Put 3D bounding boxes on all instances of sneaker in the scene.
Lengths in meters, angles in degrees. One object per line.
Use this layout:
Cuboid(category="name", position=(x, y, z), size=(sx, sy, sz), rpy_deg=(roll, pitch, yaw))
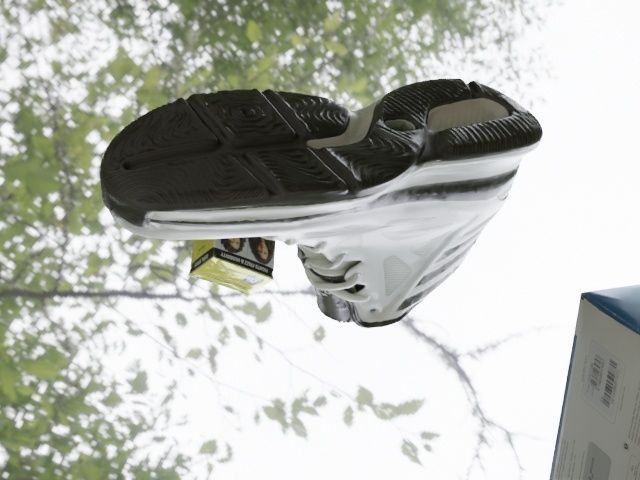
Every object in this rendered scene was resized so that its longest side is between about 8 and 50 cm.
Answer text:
Cuboid(category="sneaker", position=(0.001, 0.001, 0.986), size=(0.448, 0.257, 0.169), rpy_deg=(-9, -138, -33))

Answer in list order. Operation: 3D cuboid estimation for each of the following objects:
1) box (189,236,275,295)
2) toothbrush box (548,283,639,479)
Cuboid(category="box", position=(-0.096, -0.057, 1.228), size=(0.058, 0.087, 0.232), rpy_deg=(-34, -137, 44))
Cuboid(category="toothbrush box", position=(0.370, 0.147, 0.933), size=(0.296, 0.216, 0.126), rpy_deg=(-7, -155, -22))
